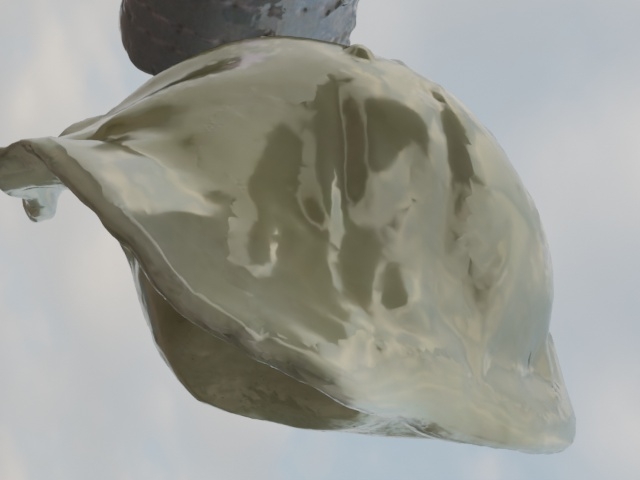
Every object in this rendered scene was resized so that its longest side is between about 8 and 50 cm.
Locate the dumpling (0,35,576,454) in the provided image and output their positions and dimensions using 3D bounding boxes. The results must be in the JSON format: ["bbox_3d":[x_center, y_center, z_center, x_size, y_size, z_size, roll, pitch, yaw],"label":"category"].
[{"bbox_3d":[0.000,0.000,0.630,0.318,0.243,0.187,27,-81,5],"label":"dumpling"}]

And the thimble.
[{"bbox_3d":[-0.049,-0.169,0.843,0.127,0.151,0.118,60,-35,38],"label":"thimble"}]
